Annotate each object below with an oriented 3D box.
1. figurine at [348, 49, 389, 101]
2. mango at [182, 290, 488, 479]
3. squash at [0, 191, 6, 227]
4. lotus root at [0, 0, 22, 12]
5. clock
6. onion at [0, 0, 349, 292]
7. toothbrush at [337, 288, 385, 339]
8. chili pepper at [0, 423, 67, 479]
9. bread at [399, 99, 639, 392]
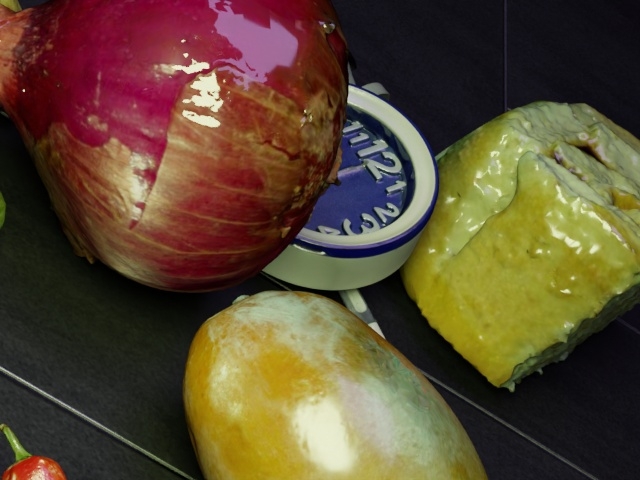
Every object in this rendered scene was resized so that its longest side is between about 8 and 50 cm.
[{"bbox_3d":[-0.049,-0.209,2.092,0.176,0.133,0.236,-26,75,-39],"label":"figurine"},{"bbox_3d":[0.028,0.208,1.564,0.221,0.199,0.384,-7,66,-62],"label":"mango"},{"bbox_3d":[-0.326,0.008,1.545,0.066,0.066,0.229,41,29,0],"label":"squash"},{"bbox_3d":[-0.341,-0.203,1.740,0.214,0.138,0.138,40,27,-26],"label":"lotus root"},{"bbox_3d":[0.001,-0.058,1.919,0.230,0.083,0.230,10,47,-11],"label":"clock"},{"bbox_3d":[-0.165,-0.137,1.680,0.385,0.347,0.347,17,35,-13],"label":"onion"},{"bbox_3d":[0.000,0.000,1.961,0.024,0.026,0.288,-22,62,-12],"label":"toothbrush"},{"bbox_3d":[-0.198,0.216,1.425,0.191,0.050,0.059,60,17,16],"label":"chili pepper"},{"bbox_3d":[0.255,-0.024,2.083,0.264,0.239,0.395,47,28,11],"label":"bread"}]
